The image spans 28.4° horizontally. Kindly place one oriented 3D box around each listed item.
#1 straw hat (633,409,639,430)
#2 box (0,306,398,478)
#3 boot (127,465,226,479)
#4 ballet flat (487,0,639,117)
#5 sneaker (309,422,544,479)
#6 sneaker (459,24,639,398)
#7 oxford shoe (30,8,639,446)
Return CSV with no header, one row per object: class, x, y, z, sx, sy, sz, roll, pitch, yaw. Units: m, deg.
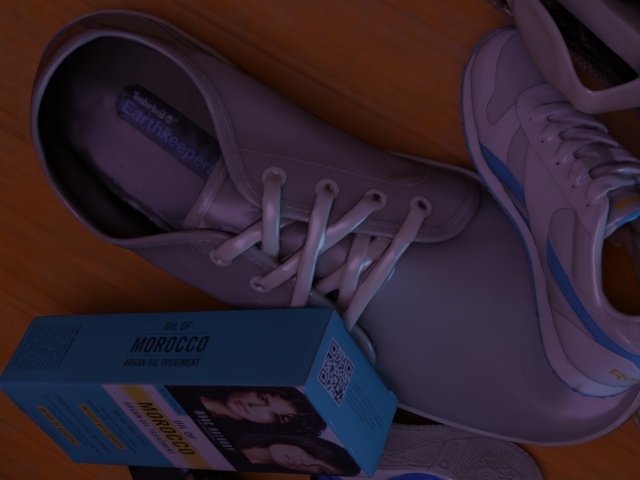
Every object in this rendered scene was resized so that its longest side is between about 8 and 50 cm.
straw hat,0.262,0.104,0.783,0.145,0.061,0.144,3,104,14
box,-0.082,0.099,0.818,0.244,0.060,0.100,-4,137,32
boot,-0.051,0.192,0.859,0.198,0.077,0.137,-21,91,35
ballet flat,0.197,-0.080,0.689,0.316,0.106,0.107,46,153,27
sneaker,0.068,0.166,0.854,0.152,0.058,0.084,9,141,-13
sneaker,0.154,-0.029,0.734,0.092,0.087,0.228,-47,59,60
oxford shoe,0.000,0.000,0.794,0.449,0.130,0.169,31,104,4
